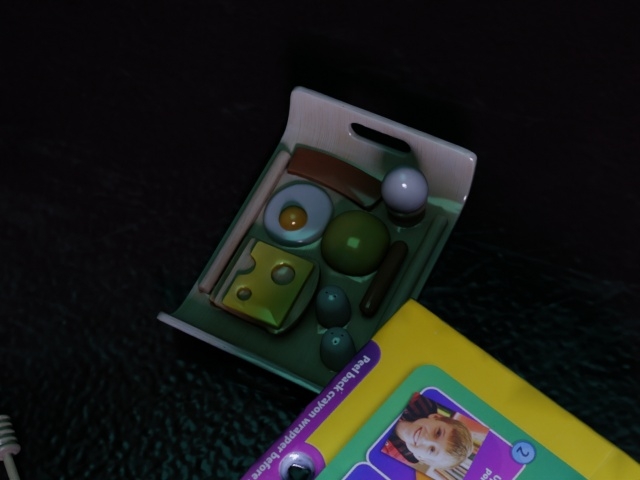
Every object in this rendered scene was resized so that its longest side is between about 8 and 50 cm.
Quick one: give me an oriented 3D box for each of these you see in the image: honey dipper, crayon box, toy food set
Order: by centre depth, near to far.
[{"bbox_3d":[0.077,0.274,0.966,0.313,0.106,0.363,37,70,23],"label":"crayon box"},{"bbox_3d":[-0.288,0.244,1.179,0.030,0.030,0.161,-25,65,-8],"label":"honey dipper"},{"bbox_3d":[0.000,0.000,1.247,0.220,0.092,0.306,23,66,16],"label":"toy food set"}]
